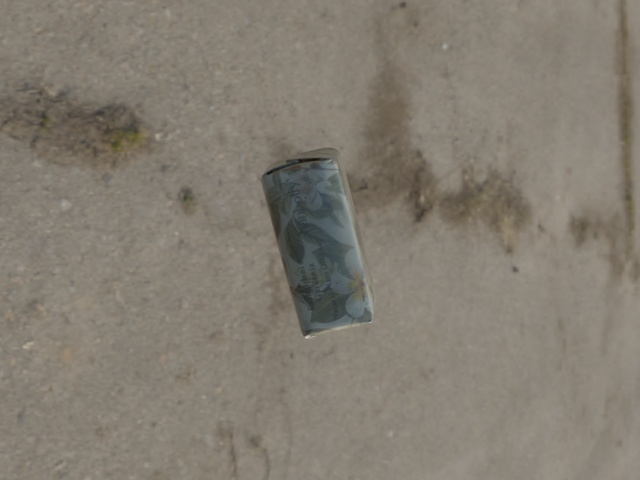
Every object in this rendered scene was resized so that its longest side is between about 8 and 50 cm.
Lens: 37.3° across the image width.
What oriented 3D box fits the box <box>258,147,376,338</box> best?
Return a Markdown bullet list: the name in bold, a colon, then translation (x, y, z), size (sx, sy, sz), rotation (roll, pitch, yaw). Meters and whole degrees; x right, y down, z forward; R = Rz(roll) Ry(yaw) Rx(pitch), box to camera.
- **box**: translation (0.000, 0.000, 0.525), size (0.062, 0.045, 0.098), rotation (-76, 153, -77)
